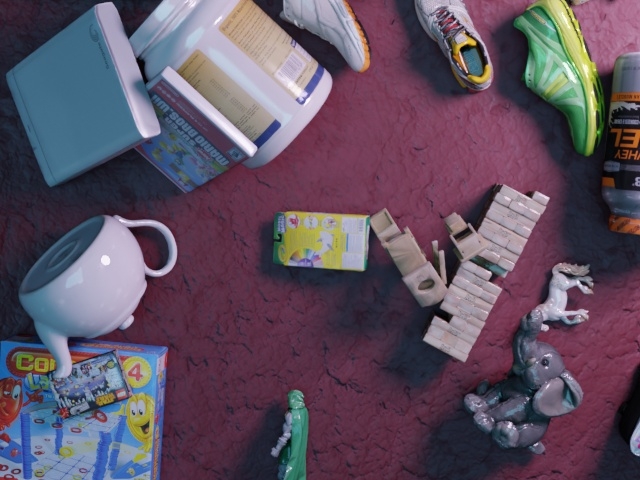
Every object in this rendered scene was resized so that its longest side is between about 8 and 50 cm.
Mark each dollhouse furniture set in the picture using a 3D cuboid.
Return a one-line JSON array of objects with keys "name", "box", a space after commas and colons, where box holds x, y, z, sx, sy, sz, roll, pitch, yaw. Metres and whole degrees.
[{"name": "dollhouse furniture set", "box": [0.205, 0.002, 1.875, 0.161, 0.182, 0.101, -32, 134, 5]}]

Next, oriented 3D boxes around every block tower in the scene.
[{"name": "block tower", "box": [0.299, 0.050, 1.882, 0.097, 0.091, 0.335, 28, 95, 0]}]

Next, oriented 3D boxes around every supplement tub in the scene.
[{"name": "supplement tub", "box": [-0.162, -0.304, 1.783, 0.316, 0.228, 0.228, 42, 96, -15]}, {"name": "supplement tub", "box": [0.601, -0.166, 1.796, 0.194, 0.193, 0.316, 4, 95, 3]}]

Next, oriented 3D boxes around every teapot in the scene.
[{"name": "teapot", "box": [-0.409, 0.086, 1.874, 0.256, 0.252, 0.187, -32, 115, 20]}]

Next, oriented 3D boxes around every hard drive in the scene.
[{"name": "hard drive", "box": [-0.430, -0.247, 1.810, 0.353, 0.047, 0.233, -17, 94, 47]}]

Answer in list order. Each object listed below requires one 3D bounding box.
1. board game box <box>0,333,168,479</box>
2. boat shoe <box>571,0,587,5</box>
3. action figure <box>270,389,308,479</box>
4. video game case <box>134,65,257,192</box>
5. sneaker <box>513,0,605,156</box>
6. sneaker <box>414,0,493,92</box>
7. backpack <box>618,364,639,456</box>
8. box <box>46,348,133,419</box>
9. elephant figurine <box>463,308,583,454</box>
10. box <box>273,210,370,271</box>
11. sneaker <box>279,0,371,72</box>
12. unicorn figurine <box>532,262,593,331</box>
[{"name": "board game box", "box": [-0.459, 0.345, 1.953, 0.308, 0.086, 0.301, 4, 95, 3]}, {"name": "boat shoe", "box": [0.541, -0.473, 1.845, 0.190, 0.068, 0.072, -14, 106, 14]}, {"name": "action figure", "box": [-0.056, 0.399, 1.930, 0.063, 0.137, 0.232, 6, 86, 15]}, {"name": "video game case", "box": [-0.251, -0.186, 1.795, 0.204, 0.285, 0.025, 42, 63, -16]}, {"name": "sneaker", "box": [0.436, -0.293, 1.854, 0.123, 0.109, 0.295, -17, 97, 30]}, {"name": "sneaker", "box": [0.250, -0.376, 1.849, 0.088, 0.093, 0.225, -34, 91, 5]}, {"name": "backpack", "box": [0.702, 0.326, 1.841, 0.254, 0.191, 0.225, 22, 95, -4]}, {"name": "box", "box": [-0.427, 0.267, 1.887, 0.137, 0.027, 0.094, -19, 94, 4]}, {"name": "elephant figurine", "box": [0.391, 0.260, 1.853, 0.169, 0.186, 0.239, 44, 105, 21]}, {"name": "box", "box": [0.000, 0.000, 1.908, 0.179, 0.043, 0.105, 4, 95, 13]}, {"name": "sneaker", "box": [-0.004, -0.410, 1.870, 0.121, 0.099, 0.262, -31, 85, 13]}, {"name": "unicorn figurine", "box": [0.446, 0.119, 1.901, 0.111, 0.060, 0.161, 10, 80, 6]}]
